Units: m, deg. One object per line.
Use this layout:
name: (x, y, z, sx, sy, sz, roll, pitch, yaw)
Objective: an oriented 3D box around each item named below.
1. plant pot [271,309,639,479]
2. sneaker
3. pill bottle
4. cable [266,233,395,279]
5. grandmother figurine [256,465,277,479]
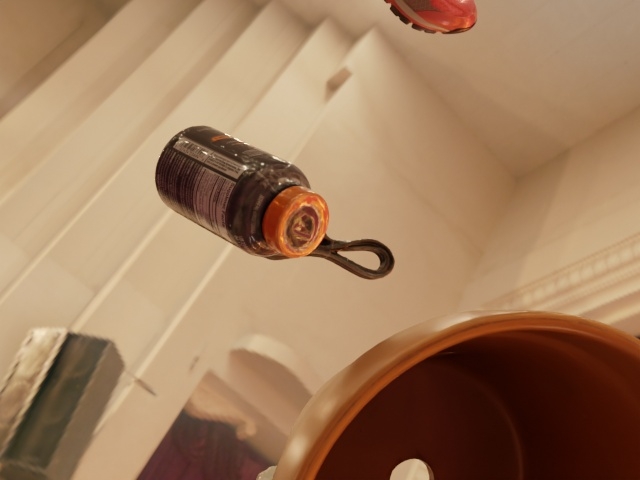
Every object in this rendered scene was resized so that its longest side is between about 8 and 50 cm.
plant pot: (0.088, 0.181, 0.613, 0.291, 0.291, 0.203, 43, -9, -13)
sneaker: (0.130, -0.426, 1.375, 0.314, 0.116, 0.136, 37, -42, -17)
pill bottle: (-0.099, -0.059, 1.233, 0.246, 0.130, 0.130, 28, -35, 41)
cable: (0.000, 0.000, 1.510, 0.287, 0.139, 0.072, 31, -29, -17)
grandmother figurine: (-0.127, 0.304, 0.737, 0.104, 0.342, 0.208, 42, -28, 22)
